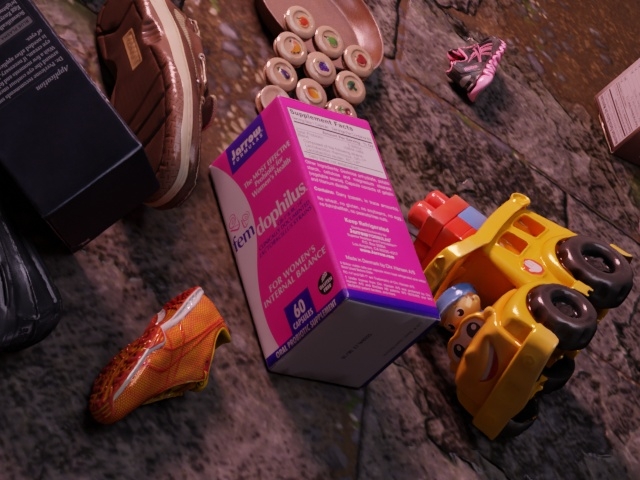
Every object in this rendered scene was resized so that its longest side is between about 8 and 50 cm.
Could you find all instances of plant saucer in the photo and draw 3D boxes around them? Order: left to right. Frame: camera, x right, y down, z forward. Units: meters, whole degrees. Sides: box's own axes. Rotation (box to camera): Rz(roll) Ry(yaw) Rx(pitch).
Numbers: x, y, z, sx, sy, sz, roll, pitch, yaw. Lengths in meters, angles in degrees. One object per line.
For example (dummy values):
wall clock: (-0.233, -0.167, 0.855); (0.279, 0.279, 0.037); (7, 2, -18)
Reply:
plant saucer: (-0.008, -0.231, 1.849); (0.168, 0.029, 0.168); (28, 38, -24)

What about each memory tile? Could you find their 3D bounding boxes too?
memory tile: (-0.004, -0.155, 1.755); (0.113, 0.012, 0.148); (32, 51, -21)

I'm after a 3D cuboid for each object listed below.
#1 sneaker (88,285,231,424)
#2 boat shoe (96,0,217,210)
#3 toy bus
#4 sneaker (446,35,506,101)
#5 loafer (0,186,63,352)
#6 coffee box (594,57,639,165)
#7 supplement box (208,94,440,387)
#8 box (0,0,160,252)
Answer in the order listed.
sneaker: (-0.115, 0.095, 1.362); (0.067, 0.064, 0.175); (55, 35, -6)
boat shoe: (-0.125, -0.122, 1.550); (0.095, 0.095, 0.257); (27, 37, -37)
toy bus: (0.156, 0.048, 1.654); (0.211, 0.149, 0.220); (37, 35, 9)
sneaker: (0.171, -0.204, 2.012); (0.057, 0.047, 0.119); (31, 34, -3)
loafer: (-0.268, -0.018, 1.293); (0.223, 0.076, 0.078); (57, 26, 9)
coffee box: (0.467, -0.188, 2.133); (0.141, 0.246, 0.098); (20, 43, -34)
supplement box: (0.000, 0.000, 1.541); (0.114, 0.111, 0.220); (14, 45, -39)
box: (-0.207, -0.089, 1.354); (0.158, 0.093, 0.156); (53, -6, 7)
